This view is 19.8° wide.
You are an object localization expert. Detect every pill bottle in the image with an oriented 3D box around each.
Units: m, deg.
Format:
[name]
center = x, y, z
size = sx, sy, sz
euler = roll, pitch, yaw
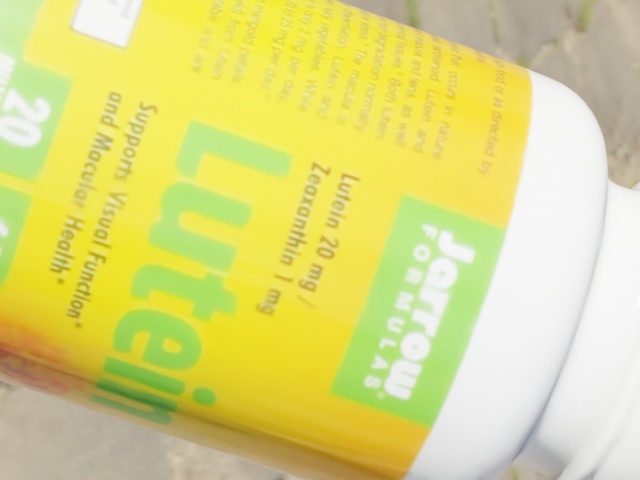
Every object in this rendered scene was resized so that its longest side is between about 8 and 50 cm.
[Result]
[pill bottle]
center = 0.000, 0.000, 0.540
size = 0.136, 0.246, 0.136
euler = -161, -90, -84
